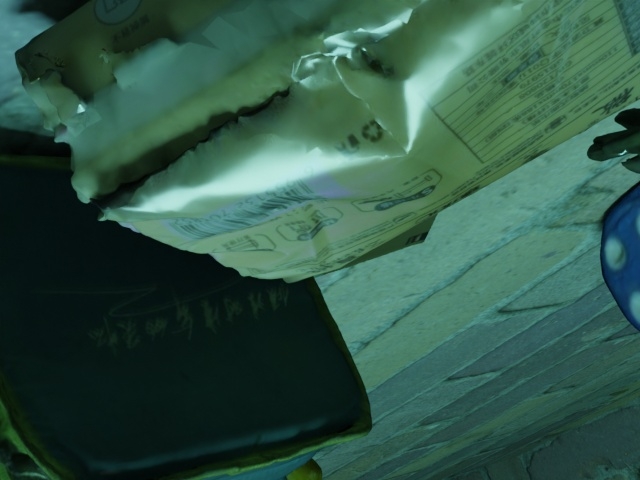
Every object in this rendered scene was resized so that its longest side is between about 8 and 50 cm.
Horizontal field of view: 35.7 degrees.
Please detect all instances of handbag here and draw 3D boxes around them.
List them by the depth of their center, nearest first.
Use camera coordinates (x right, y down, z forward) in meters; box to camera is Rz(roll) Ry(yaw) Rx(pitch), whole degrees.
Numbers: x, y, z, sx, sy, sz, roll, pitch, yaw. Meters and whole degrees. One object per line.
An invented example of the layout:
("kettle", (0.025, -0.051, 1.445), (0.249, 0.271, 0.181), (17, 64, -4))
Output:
("handbag", (-0.146, 0.091, 0.561), (0.241, 0.222, 0.263), (-40, 155, 31))

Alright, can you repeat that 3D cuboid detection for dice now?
("dice", (0.374, 0.009, 0.989), (0.143, 0.146, 0.146), (-12, 158, -21))

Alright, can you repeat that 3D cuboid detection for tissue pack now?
("tissue pack", (0.035, -0.080, 0.445), (0.257, 0.123, 0.215), (-27, 161, 17))

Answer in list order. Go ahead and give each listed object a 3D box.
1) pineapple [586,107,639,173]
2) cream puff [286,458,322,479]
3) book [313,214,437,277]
("pineapple", (0.349, -0.118, 0.666), (0.341, 0.169, 0.169), (-13, 161, 7))
("cream puff", (-0.158, 0.299, 1.073), (0.324, 0.291, 0.257), (-37, -171, 1))
("book", (0.000, 0.000, 0.767), (0.199, 0.016, 0.138), (-18, 160, -12))
